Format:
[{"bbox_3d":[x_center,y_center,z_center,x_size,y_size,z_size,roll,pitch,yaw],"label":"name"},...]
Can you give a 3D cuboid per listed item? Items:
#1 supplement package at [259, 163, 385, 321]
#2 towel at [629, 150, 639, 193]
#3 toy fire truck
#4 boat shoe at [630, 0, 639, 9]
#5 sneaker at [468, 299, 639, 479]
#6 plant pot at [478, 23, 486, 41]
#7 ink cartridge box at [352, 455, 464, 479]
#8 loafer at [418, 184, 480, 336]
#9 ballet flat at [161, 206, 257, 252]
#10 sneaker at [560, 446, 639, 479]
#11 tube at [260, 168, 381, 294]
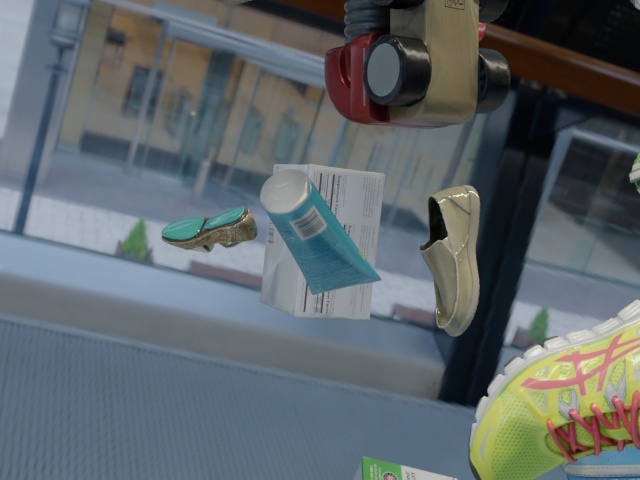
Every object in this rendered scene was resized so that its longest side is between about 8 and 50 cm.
[{"bbox_3d":[0.000,0.000,1.831,0.145,0.261,0.204,6,2,-21],"label":"supplement package"},{"bbox_3d":[0.584,-0.180,1.490,0.038,0.248,0.325,58,32,-9],"label":"towel"},{"bbox_3d":[0.029,-0.208,0.914,0.158,0.217,0.246,-1,2,-33],"label":"toy fire truck"},{"bbox_3d":[0.484,-0.461,1.526,0.076,0.228,0.080,15,16,36],"label":"boat shoe"},{"bbox_3d":[0.192,0.105,0.666,0.081,0.208,0.094,53,4,-29],"label":"sneaker"},{"bbox_3d":[0.166,-0.362,1.722,0.191,0.174,0.191,31,34,-24],"label":"plant pot"},{"bbox_3d":[0.137,0.353,1.195,0.208,0.087,0.153,15,28,-8],"label":"ink cartridge box"},{"bbox_3d":[0.221,0.034,1.793,0.092,0.268,0.102,5,-7,-17],"label":"loafer"},{"bbox_3d":[-0.196,-0.008,1.818,0.206,0.067,0.073,-8,38,38],"label":"ballet flat"},{"bbox_3d":[0.327,0.137,0.784,0.127,0.319,0.208,-1,68,-60],"label":"sneaker"},{"bbox_3d":[-0.001,0.003,1.057,0.080,0.052,0.207,-9,-33,16],"label":"tube"}]
